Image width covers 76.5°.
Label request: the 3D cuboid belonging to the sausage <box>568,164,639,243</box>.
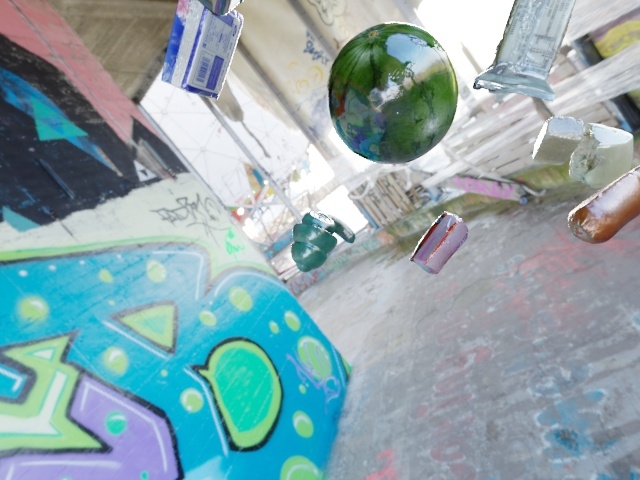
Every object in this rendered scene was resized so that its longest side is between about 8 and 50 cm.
[{"bbox_3d":[0.701,-0.092,0.949,0.349,0.097,0.094,-28,-3,-23],"label":"sausage"}]

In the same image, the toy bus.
[{"bbox_3d":[0.561,0.012,1.900,0.302,0.127,0.147,-52,22,-2],"label":"toy bus"}]

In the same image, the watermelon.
[{"bbox_3d":[0.127,-0.256,0.731,0.242,0.242,0.242,-38,7,6],"label":"watermelon"}]

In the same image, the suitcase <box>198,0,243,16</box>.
[{"bbox_3d":[-0.258,-0.651,0.838,0.161,0.297,0.236,-54,16,-15],"label":"suitcase"}]

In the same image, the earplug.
[{"bbox_3d":[-0.004,0.001,1.469,0.280,0.164,0.257,-65,-27,-21],"label":"earplug"}]

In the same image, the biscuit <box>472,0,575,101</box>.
[{"bbox_3d":[0.502,-0.494,0.970,0.079,0.186,0.308,5,-78,-72],"label":"biscuit"}]

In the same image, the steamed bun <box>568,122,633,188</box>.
[{"bbox_3d":[1.006,-0.303,1.479,0.170,0.225,0.200,-40,38,-18],"label":"steamed bun"}]

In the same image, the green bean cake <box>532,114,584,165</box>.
[{"bbox_3d":[0.790,-0.331,1.357,0.179,0.109,0.085,56,-131,-66],"label":"green bean cake"}]

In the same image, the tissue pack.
[{"bbox_3d":[-0.351,-0.572,1.194,0.209,0.137,0.269,-49,-17,-71],"label":"tissue pack"}]
